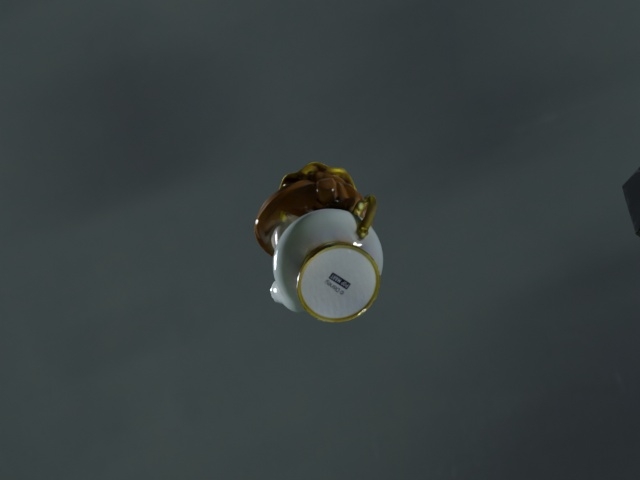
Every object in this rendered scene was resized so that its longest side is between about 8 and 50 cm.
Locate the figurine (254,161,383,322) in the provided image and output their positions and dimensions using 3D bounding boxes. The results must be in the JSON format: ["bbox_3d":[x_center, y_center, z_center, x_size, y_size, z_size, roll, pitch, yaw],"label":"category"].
[{"bbox_3d":[0.000,0.000,1.536,0.189,0.142,0.263,-46,23,10],"label":"figurine"}]

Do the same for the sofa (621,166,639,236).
[{"bbox_3d":[0.429,-0.052,1.501,0.085,0.060,0.147,-53,11,25],"label":"sofa"}]
